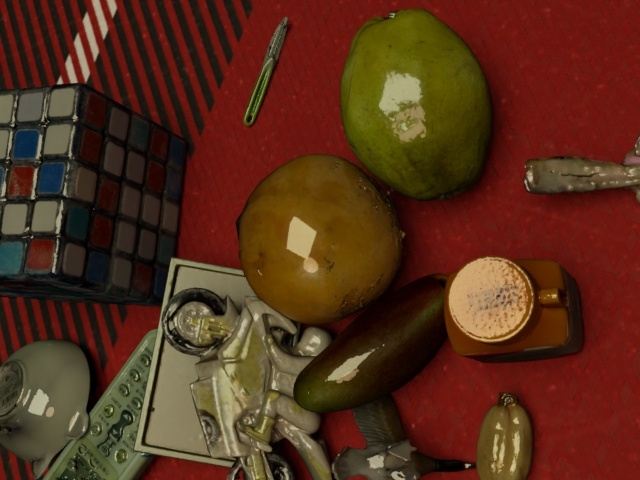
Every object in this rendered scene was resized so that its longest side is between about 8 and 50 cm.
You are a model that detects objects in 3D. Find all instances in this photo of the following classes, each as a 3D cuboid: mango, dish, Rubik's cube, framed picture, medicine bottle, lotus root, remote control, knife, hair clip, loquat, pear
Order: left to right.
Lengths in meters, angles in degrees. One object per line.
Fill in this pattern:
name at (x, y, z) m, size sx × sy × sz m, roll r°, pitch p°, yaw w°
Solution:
dish at (-0.471, 0.257, 1.489) m, size 0.236 × 0.086 × 0.227 m, roll -8°, pitch 65°, yaw 36°
Rubik's cube at (-0.409, -0.058, 1.450) m, size 0.287 × 0.292 × 0.292 m, roll 0°, pitch 78°, yaw 24°
remote control at (-0.301, 0.298, 1.449) m, size 0.128 × 0.065 × 0.335 m, roll 39°, pitch 96°, yaw 24°
framed picture at (-0.143, 0.183, 1.379) m, size 0.211 × 0.020 × 0.289 m, roll 10°, pitch 82°, yaw 1°
knife at (-0.086, -0.269, 1.494) m, size 0.022 × 0.026 × 0.184 m, roll 21°, pitch 90°, yaw -3°
loquat at (0.000, 0.000, 1.281) m, size 0.235 × 0.235 × 0.234 m, roll -5°, pitch 77°, yaw 24°
mango at (0.083, 0.147, 1.258) m, size 0.268 × 0.133 × 0.111 m, roll -36°, pitch 83°, yaw -6°
pear at (0.129, -0.182, 1.273) m, size 0.213 × 0.212 × 0.269 m, roll -16°, pitch 88°, yaw 21°
lotus root at (0.238, 0.272, 1.210) m, size 0.073 × 0.062 × 0.150 m, roll 7°, pitch 83°, yaw 3°
medicine bottle at (0.235, 0.087, 1.159) m, size 0.150 × 0.222 × 0.111 m, roll -9°, pitch 76°, yaw 22°
hair clip at (0.414, -0.087, 1.199) m, size 0.301 × 0.069 × 0.172 m, roll -2°, pitch 80°, yaw 14°

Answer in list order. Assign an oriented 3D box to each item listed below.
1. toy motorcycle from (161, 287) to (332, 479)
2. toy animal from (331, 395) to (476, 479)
toy motorcycle at (-0.075, 0.209, 1.317) m, size 0.223 × 0.108 × 0.340 m, roll -18°, pitch 84°, yaw -11°
toy animal at (0.107, 0.302, 1.211) m, size 0.197 × 0.160 × 0.272 m, roll -3°, pitch 71°, yaw 9°
